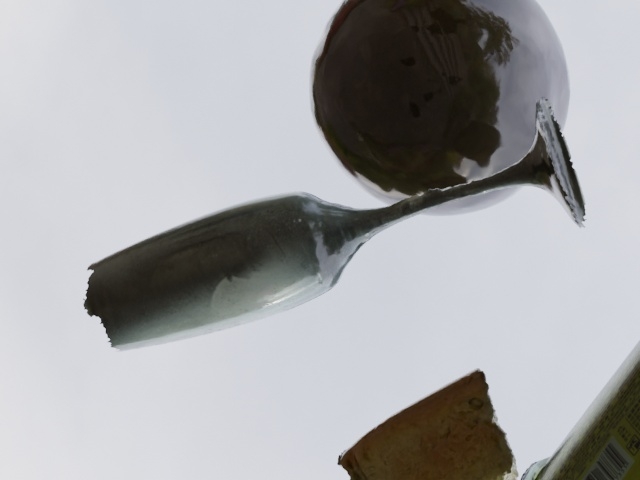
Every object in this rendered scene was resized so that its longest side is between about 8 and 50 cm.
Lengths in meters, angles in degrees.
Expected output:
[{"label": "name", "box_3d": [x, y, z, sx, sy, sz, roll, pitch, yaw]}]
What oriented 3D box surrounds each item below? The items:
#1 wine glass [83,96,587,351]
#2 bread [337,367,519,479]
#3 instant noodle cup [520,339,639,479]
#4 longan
[{"label": "wine glass", "box_3d": [0.000, 0.000, 0.825, 0.262, 0.074, 0.074, -17, -115, 12]}, {"label": "bread", "box_3d": [0.120, 0.228, 1.541, 0.169, 0.160, 0.140, -28, -125, 10]}, {"label": "instant noodle cup", "box_3d": [0.335, 0.170, 1.225, 0.311, 0.311, 0.221, 50, -59, 49]}, {"label": "longan", "box_3d": [0.114, -0.141, 1.512, 0.258, 0.258, 0.258, -11, -103, 58]}]
